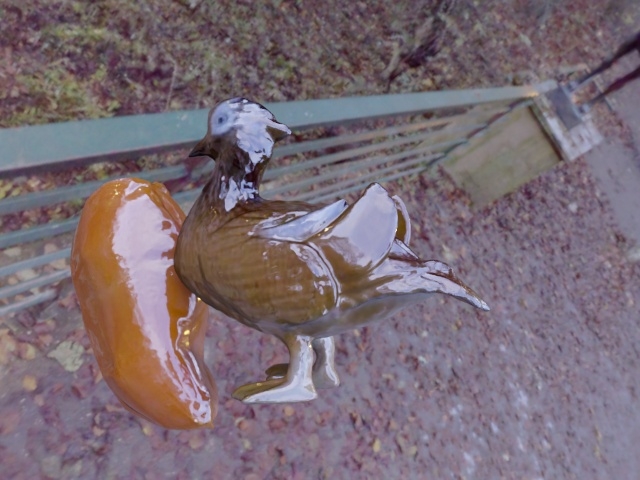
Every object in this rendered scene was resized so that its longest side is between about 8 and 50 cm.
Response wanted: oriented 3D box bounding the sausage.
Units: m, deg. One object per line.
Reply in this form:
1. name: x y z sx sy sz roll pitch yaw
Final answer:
1. sausage: -0.116 0.045 0.428 0.089 0.089 0.179 0 67 -47

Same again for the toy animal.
1. toy animal: 0.000 0.000 0.368 0.089 0.188 0.179 8 79 -74
